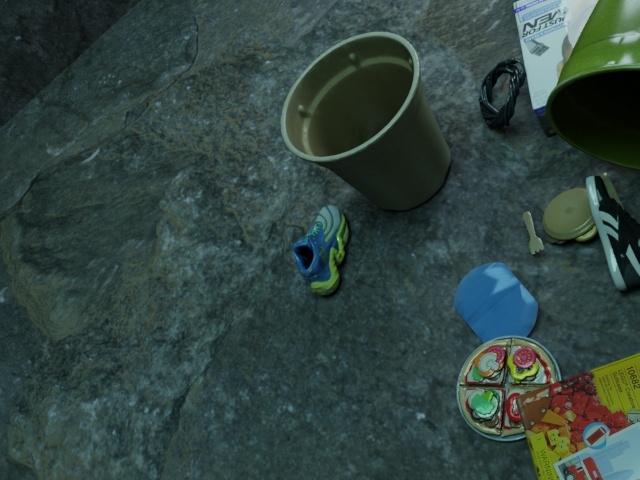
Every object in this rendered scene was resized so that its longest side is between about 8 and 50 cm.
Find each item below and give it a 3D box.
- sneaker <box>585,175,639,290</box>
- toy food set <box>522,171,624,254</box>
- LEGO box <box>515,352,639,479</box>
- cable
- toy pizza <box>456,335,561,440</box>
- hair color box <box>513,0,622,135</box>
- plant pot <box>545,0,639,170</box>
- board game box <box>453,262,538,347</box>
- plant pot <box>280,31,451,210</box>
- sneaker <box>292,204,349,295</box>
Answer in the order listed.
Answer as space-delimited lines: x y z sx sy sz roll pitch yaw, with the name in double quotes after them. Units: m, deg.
0.566 -0.027 1.462 0.121 0.079 0.217 -18 84 21 "sneaker"
0.499 -0.045 1.592 0.192 0.038 0.133 -28 41 25 "toy food set"
0.536 0.414 1.131 0.372 0.193 0.501 -26 49 20 "LEGO box"
0.404 -0.324 1.800 0.184 0.047 0.151 -165 78 -77 "cable"
0.340 0.267 1.484 0.201 0.032 0.201 -17 55 26 "toy pizza"
0.542 -0.409 1.757 0.185 0.110 0.339 -18 53 25 "hair color box"
0.627 -0.358 1.449 0.366 0.366 0.353 6 70 39 "plant pot"
0.346 0.127 1.573 0.133 0.033 0.169 -46 65 19 "board game box"
0.133 -0.234 1.794 0.333 0.305 0.334 -19 52 26 "plant pot"
0.000 0.000 1.857 0.091 0.126 0.240 -17 52 26 "sneaker"
